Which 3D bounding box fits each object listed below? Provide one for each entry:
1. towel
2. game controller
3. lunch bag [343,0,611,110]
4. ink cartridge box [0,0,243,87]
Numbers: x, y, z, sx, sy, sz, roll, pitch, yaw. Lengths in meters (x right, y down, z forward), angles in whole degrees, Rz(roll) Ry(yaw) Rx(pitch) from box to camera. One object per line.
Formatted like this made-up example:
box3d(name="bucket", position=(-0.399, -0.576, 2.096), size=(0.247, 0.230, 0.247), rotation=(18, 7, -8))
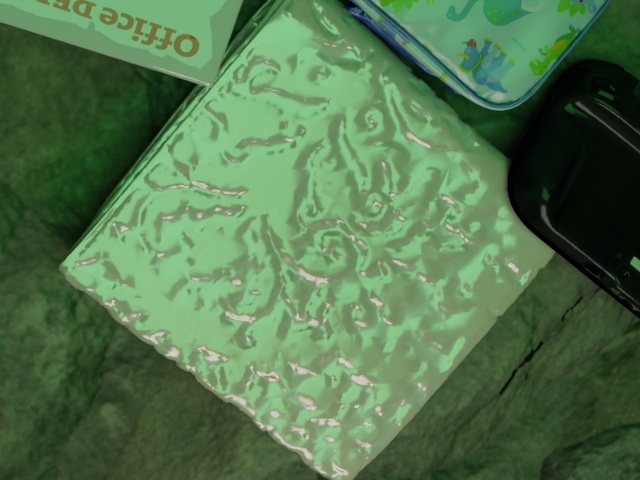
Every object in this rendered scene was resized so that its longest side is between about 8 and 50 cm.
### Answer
box3d(name="towel", position=(0.000, 0.000, 1.453), size=(0.332, 0.053, 0.317), rotation=(41, 90, -19))
box3d(name="game controller", position=(0.304, -0.012, 1.506), size=(0.319, 0.067, 0.166), rotation=(37, 81, -18))
box3d(name="lunch bag", position=(0.114, -0.222, 1.405), size=(0.219, 0.090, 0.176), rotation=(38, 93, -19))
box3d(name="ink cartridge box", position=(-0.137, -0.285, 1.316), size=(0.211, 0.121, 0.289), rotation=(16, 102, -15))
